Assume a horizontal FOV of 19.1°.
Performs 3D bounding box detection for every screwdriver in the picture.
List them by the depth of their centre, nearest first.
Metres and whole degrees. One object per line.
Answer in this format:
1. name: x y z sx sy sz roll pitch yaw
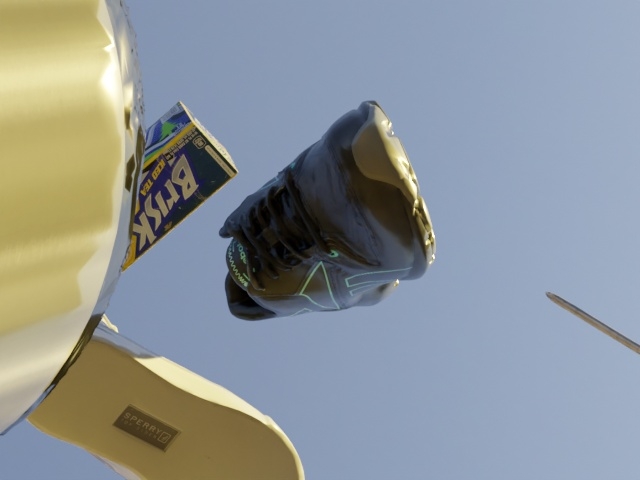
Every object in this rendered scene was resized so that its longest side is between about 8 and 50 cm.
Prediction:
1. screwdriver: 0.163 0.062 0.885 0.025 0.170 0.024 -32 -47 -32

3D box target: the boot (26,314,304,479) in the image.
1. boot: -0.116 0.093 1.185 0.095 0.123 0.258 -45 -47 2

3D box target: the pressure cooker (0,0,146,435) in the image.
1. pressure cooker: -0.322 -0.040 0.762 0.420 0.369 0.376 -17 -91 -61

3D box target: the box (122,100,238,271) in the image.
1. box: -0.147 -0.025 1.438 0.169 0.054 0.059 -40 -62 4

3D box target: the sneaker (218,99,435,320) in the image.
1. sneaker: 0.000 0.000 1.139 0.106 0.267 0.101 -19 -105 -11
